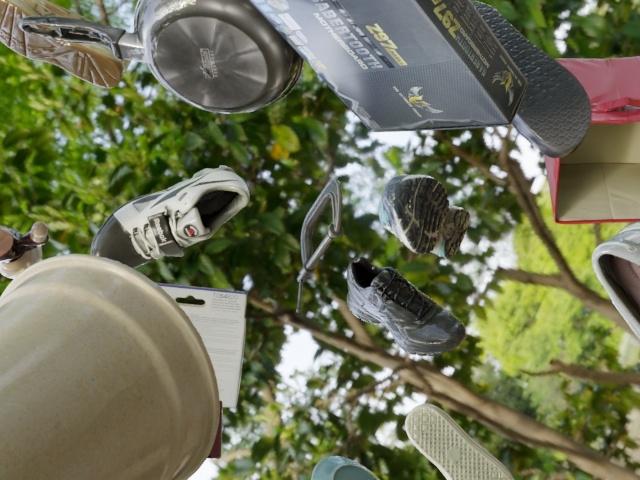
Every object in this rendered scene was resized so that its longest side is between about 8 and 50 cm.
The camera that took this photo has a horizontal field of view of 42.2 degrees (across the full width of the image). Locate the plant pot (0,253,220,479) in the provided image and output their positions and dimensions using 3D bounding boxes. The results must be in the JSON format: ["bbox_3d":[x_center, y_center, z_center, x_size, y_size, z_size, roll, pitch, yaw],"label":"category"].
[{"bbox_3d":[-0.328,0.219,0.911,0.305,0.334,0.333,-41,-31,-63],"label":"plant pot"}]

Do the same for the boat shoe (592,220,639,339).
[{"bbox_3d":[0.406,0.118,0.853,0.103,0.320,0.118,-20,-21,-47],"label":"boat shoe"}]

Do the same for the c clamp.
[{"bbox_3d":[0.000,0.000,1.128,0.160,0.022,0.137,120,154,-45],"label":"c clamp"}]

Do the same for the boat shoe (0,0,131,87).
[{"bbox_3d":[-0.474,-0.373,1.482,0.104,0.285,0.089,-48,17,49],"label":"boat shoe"}]

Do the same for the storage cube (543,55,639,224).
[{"bbox_3d":[0.448,-0.157,1.281,0.193,0.184,0.215,-81,-14,-48],"label":"storage cube"}]

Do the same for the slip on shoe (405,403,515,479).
[{"bbox_3d":[0.302,0.467,1.686,0.123,0.331,0.101,-43,-13,4],"label":"slip on shoe"}]

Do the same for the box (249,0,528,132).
[{"bbox_3d":[0.060,-0.193,0.781,0.233,0.183,0.059,41,-114,-38],"label":"box"}]

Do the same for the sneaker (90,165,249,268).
[{"bbox_3d":[-0.283,-0.035,1.579,0.331,0.146,0.122,-33,-64,-11],"label":"sneaker"}]

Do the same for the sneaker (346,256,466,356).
[{"bbox_3d":[0.152,0.124,1.597,0.109,0.286,0.130,-43,-42,-28],"label":"sneaker"}]

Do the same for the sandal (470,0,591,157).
[{"bbox_3d":[0.236,-0.193,0.997,0.097,0.254,0.054,-20,-33,-13],"label":"sandal"}]

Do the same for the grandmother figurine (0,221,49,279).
[{"bbox_3d":[-0.578,0.001,1.458,0.342,0.208,0.104,84,-179,-78],"label":"grandmother figurine"}]

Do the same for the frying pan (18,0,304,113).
[{"bbox_3d":[-0.177,-0.234,0.920,0.197,0.326,0.053,122,164,-51],"label":"frying pan"}]

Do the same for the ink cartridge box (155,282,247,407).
[{"bbox_3d":[-0.258,0.200,1.590,0.045,0.223,0.223,127,150,-79],"label":"ink cartridge box"}]

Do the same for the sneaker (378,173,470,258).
[{"bbox_3d":[0.135,-0.036,1.292,0.283,0.122,0.110,31,-101,-63],"label":"sneaker"}]

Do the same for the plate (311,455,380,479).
[{"bbox_3d":[0.068,0.456,1.467,0.024,0.188,0.188,-52,-12,26],"label":"plate"}]

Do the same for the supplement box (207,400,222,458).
[{"bbox_3d":[-0.196,0.279,1.214,0.188,0.104,0.080,117,155,-74],"label":"supplement box"}]
